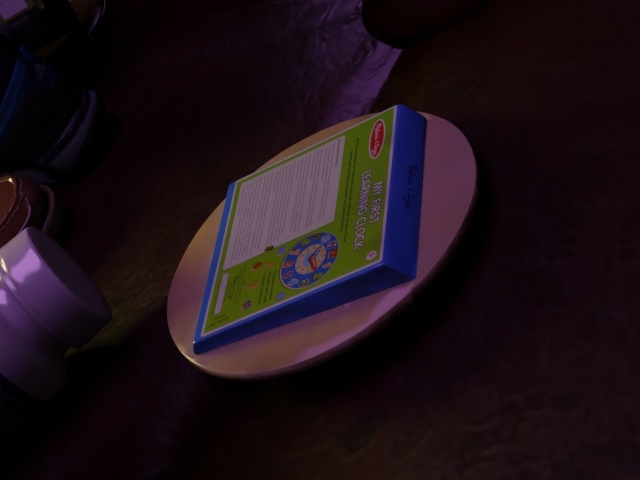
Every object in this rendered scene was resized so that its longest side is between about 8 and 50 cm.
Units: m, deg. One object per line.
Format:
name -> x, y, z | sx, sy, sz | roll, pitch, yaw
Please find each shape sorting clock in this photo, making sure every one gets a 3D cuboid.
shape sorting clock -> 0.000, 0.000, 0.797 | 0.206, 0.040, 0.206 | -28, 33, 20

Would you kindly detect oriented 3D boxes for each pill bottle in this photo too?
pill bottle -> -0.227, 0.080, 0.884 | 0.180, 0.108, 0.108 | -41, 34, 3

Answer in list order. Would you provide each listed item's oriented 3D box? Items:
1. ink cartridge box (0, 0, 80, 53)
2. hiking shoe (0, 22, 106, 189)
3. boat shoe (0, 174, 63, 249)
ink cartridge box -> -0.354, -0.171, 1.195 | 0.255, 0.097, 0.189 | -29, 4, 1
hiking shoe -> -0.322, -0.076, 1.129 | 0.304, 0.132, 0.113 | -27, 37, 23
boat shoe -> -0.334, 0.047, 1.031 | 0.307, 0.104, 0.110 | -40, 34, 4
